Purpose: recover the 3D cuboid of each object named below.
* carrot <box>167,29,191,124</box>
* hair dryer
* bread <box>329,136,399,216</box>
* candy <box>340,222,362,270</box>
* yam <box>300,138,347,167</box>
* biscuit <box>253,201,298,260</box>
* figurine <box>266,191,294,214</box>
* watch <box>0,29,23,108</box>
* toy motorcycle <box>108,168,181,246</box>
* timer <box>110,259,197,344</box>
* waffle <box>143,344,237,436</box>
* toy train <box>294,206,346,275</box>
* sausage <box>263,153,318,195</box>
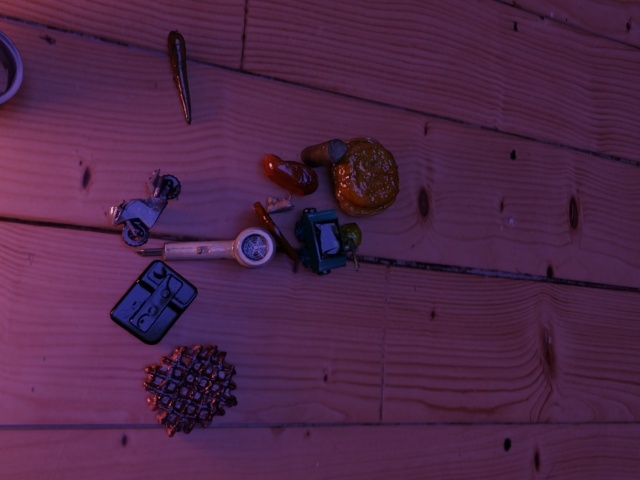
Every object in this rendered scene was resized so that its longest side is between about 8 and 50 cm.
[{"bbox_3d":[-0.374,-0.439,1.501,0.049,0.049,0.254,-10,92,-23],"label":"carrot"},{"bbox_3d":[-0.299,0.028,1.431,0.357,0.173,0.107,-3,86,-10],"label":"hair dryer"},{"bbox_3d":[0.128,-0.188,1.636,0.198,0.120,0.236,-13,89,-21],"label":"bread"},{"bbox_3d":[0.087,0.022,1.541,0.077,0.262,0.073,1,113,-3],"label":"candy"},{"bbox_3d":[0.010,-0.245,1.573,0.068,0.169,0.068,-1,92,-29],"label":"yam"},{"bbox_3d":[-0.122,-0.025,1.484,0.027,0.188,0.188,-36,99,-2],"label":"biscuit"},{"bbox_3d":[-0.116,-0.105,1.572,0.083,0.047,0.050,-11,74,-16],"label":"figurine"},{"bbox_3d":[-0.820,-0.373,1.259,0.231,0.196,0.244,19,77,-41],"label":"watch"},{"bbox_3d":[-0.452,-0.091,1.413,0.122,0.080,0.215,36,67,-18],"label":"toy motorcycle"},{"bbox_3d":[-0.415,0.158,1.399,0.144,0.055,0.187,42,75,-21],"label":"timer"},{"bbox_3d":[-0.326,0.376,1.425,0.234,0.055,0.221,-23,95,-18],"label":"waffle"},{"bbox_3d":[0.000,0.000,1.546,0.107,0.154,0.198,-11,90,-20],"label":"toy train"},{"bbox_3d":[-0.085,-0.185,1.567,0.179,0.089,0.089,24,76,-19],"label":"sausage"}]
